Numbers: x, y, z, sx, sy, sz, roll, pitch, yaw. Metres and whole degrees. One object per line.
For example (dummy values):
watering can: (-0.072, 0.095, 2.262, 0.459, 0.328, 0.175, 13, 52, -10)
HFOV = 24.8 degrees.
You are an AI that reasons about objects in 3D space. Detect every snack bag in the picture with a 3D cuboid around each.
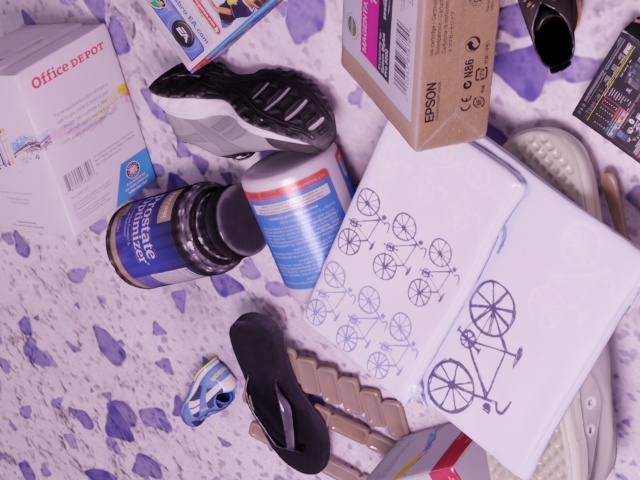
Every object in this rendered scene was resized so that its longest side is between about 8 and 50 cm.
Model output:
snack bag: (0.157, 0.057, 1.569, 0.342, 0.037, 0.323, 39, 121, 24)

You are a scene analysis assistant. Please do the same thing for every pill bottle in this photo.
pill bottle: (-0.169, -0.009, 1.889, 0.219, 0.123, 0.123, -13, 109, 45)
pill bottle: (0.000, 0.000, 1.748, 0.124, 0.124, 0.221, -6, 114, 43)

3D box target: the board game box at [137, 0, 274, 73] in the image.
board game box: (-0.134, -0.390, 1.613, 0.308, 0.086, 0.302, 54, 138, -4)

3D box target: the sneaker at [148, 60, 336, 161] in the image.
sneaker: (-0.084, -0.145, 1.751, 0.271, 0.100, 0.108, 17, 138, 39)

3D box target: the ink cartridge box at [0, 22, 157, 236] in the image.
ink cartridge box: (-0.358, -0.150, 1.914, 0.168, 0.171, 0.233, 6, 122, 38)

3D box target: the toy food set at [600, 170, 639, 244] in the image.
toy food set: (0.380, -0.028, 1.475, 0.192, 0.038, 0.132, -1, 111, 47)

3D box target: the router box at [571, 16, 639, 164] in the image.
router box: (0.316, -0.146, 1.436, 0.092, 0.038, 0.122, 39, 137, 13)

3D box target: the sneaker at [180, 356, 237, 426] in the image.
sneaker: (-0.161, 0.232, 2.108, 0.059, 0.053, 0.144, 37, 138, 12)

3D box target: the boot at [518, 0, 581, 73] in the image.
boot: (0.202, -0.264, 1.366, 0.077, 0.137, 0.198, -21, 112, 18)

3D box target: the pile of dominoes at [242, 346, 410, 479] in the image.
pile of dominoes: (0.013, 0.237, 1.990, 0.251, 0.040, 0.196, 24, 131, 15)

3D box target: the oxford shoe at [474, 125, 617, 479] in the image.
oxford shoe: (0.254, 0.092, 1.607, 0.169, 0.130, 0.449, 8, 109, 41)

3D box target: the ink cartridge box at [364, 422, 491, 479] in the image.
ink cartridge box: (0.163, 0.314, 1.827, 0.176, 0.127, 0.128, -23, 104, 44)

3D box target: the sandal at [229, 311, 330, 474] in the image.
sandal: (-0.066, 0.216, 1.958, 0.097, 0.054, 0.254, -7, 118, 36)

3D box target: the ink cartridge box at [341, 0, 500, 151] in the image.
ink cartridge box: (0.097, -0.238, 1.459, 0.193, 0.088, 0.235, -126, 29, -48)
